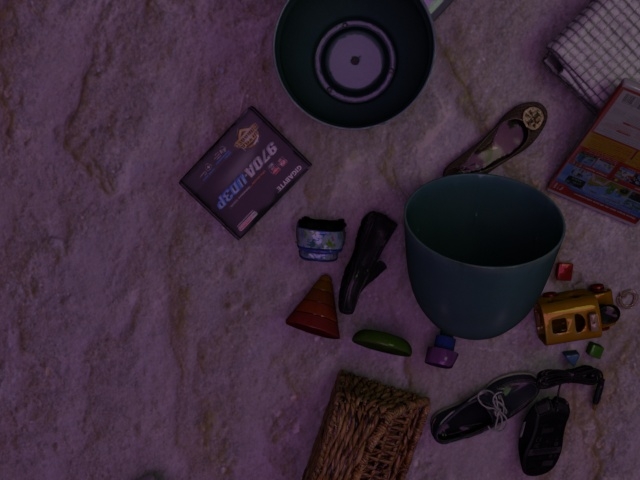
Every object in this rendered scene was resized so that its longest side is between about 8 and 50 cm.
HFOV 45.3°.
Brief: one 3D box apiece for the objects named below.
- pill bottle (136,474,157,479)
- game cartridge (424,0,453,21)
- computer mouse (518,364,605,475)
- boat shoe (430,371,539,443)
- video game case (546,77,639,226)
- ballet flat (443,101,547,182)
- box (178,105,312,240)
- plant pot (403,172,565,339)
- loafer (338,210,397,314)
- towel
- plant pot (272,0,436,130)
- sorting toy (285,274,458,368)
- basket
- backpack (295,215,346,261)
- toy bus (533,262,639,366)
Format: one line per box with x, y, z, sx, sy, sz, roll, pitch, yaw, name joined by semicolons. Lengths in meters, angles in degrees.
-0.337;0.653;1.665;0.152;0.152;0.272;-31;98;7;pill bottle
0.176;-0.595;1.490;0.297;0.062;0.198;43;103;-5;game cartridge
0.506;0.372;1.633;0.184;0.060;0.262;-5;112;-21;computer mouse
0.351;0.357;1.624;0.254;0.079;0.095;-22;96;5;boat shoe
0.595;-0.160;1.472;0.204;0.025;0.285;22;137;-1;video game case
0.353;-0.188;1.545;0.249;0.058;0.084;-36;97;7;ballet flat
-0.154;-0.138;1.578;0.175;0.051;0.220;45;98;-5;box
0.299;0.047;1.478;0.292;0.293;0.235;2;129;2;plant pot
0.097;0.049;1.562;0.078;0.076;0.223;22;77;-8;loafer
0.597;-0.349;1.481;0.283;0.121;0.235;42;100;-6;towel
0.064;-0.352;1.458;0.292;0.196;0.293;0;95;3;plant pot
0.117;0.163;1.603;0.365;0.127;0.126;14;76;2;sorting toy
0.096;0.454;1.583;0.223;0.213;0.299;19;100;0;basket
0.000;0.000;1.562;0.104;0.114;0.084;4;99;1;backpack
0.538;0.155;1.570;0.191;0.104;0.202;34;99;-4;toy bus
